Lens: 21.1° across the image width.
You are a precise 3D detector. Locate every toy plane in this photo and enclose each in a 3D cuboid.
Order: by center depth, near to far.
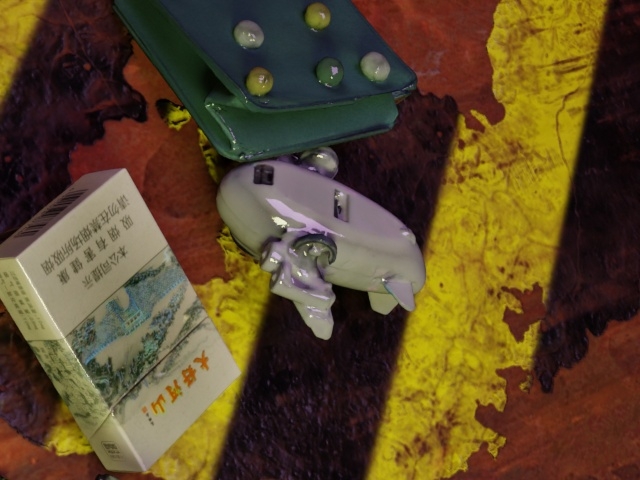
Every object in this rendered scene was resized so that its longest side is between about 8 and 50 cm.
[{"bbox_3d":[0.003,-0.004,1.894,0.266,0.122,0.267,26,38,-22],"label":"toy plane"}]

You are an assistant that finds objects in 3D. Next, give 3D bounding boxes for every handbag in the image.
[{"bbox_3d":[-0.055,-0.225,1.917,0.268,0.100,0.274,-12,56,-35],"label":"handbag"}]

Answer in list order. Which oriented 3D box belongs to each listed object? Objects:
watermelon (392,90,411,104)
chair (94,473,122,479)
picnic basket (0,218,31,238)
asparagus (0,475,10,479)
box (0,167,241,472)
[{"bbox_3d":[0.072,-0.170,2.070,0.085,0.085,0.061,26,97,-22],"label":"watermelon"},{"bbox_3d":[-0.140,0.351,1.624,0.270,0.147,0.136,32,54,-16],"label":"chair"},{"bbox_3d":[-0.296,0.016,1.730,0.083,0.072,0.072,-20,80,-10],"label":"picnic basket"},{"bbox_3d":[-0.321,0.272,1.622,0.014,0.015,0.114,58,43,-44],"label":"asparagus"},{"bbox_3d":[-0.203,0.079,1.702,0.164,0.069,0.256,-45,116,-38],"label":"box"}]
